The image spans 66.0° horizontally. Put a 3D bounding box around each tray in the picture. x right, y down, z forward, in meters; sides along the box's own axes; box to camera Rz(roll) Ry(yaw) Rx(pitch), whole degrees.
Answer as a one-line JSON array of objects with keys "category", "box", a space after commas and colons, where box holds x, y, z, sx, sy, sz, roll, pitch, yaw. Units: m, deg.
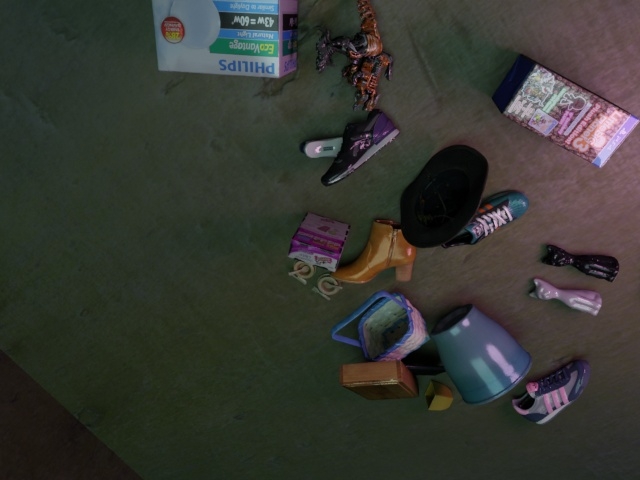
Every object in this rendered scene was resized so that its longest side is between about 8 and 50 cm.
[{"category": "tray", "box": [0.221, 0.506, 1.749, 0.203, 0.076, 0.411, -9, 153, 16]}]

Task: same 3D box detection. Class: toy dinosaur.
[{"category": "toy dinosaur", "box": [0.098, -0.537, 1.399, 0.219, 0.164, 0.321, -1, 91, -2]}]

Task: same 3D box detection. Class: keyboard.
[{"category": "keyboard", "box": [0.290, 0.474, 1.806, 0.318, 0.033, 0.201, 7, 154, -14]}]

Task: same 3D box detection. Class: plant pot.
[{"category": "plant pot", "box": [0.457, 0.599, 1.884, 0.084, 0.081, 0.081, 13, 117, -6]}, {"category": "plant pot", "box": [0.517, 0.366, 1.666, 0.272, 0.272, 0.255, -39, 88, 25]}]

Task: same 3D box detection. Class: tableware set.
[{"category": "tableware set", "box": [-0.016, 0.135, 1.780, 0.194, 0.039, 0.128, 34, 117, -5]}]

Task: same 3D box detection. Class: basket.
[{"category": "basket", "box": [0.210, 0.299, 1.703, 0.289, 0.201, 0.255, 28, 122, -38]}]

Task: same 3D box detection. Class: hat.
[{"category": "hat", "box": [0.394, -0.110, 1.475, 0.134, 0.331, 0.331, 24, 121, -31]}]

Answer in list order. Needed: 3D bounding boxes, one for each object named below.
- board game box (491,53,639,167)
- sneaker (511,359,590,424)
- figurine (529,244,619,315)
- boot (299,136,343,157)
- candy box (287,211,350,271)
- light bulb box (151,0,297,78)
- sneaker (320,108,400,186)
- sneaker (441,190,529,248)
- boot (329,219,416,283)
[{"category": "board game box", "box": [0.630, -0.350, 1.302, 0.291, 0.232, 0.141, 28, 119, -2]}, {"category": "sneaker", "box": [0.816, 0.531, 1.754, 0.131, 0.112, 0.318, 26, 117, -4]}, {"category": "figurine", "box": [0.804, 0.127, 1.586, 0.210, 0.092, 0.214, 16, 119, 13]}, {"category": "boot", "box": [0.031, -0.296, 1.553, 0.190, 0.086, 0.069, -3, 107, -18]}, {"category": "candy box", "box": [0.000, 0.000, 1.602, 0.159, 0.233, 0.071, 18, 118, 4]}, {"category": "light bulb box", "box": [-0.253, -0.647, 1.350, 0.359, 0.225, 0.360, 6, 115, 9]}, {"category": "sneaker", "box": [0.094, -0.284, 1.492, 0.283, 0.107, 0.124, -40, 97, -6]}, {"category": "sneaker", "box": [0.505, -0.051, 1.534, 0.302, 0.121, 0.108, -27, 108, 22]}, {"category": "boot", "box": [0.173, 0.033, 1.667, 0.296, 0.104, 0.211, -1, 110, 7]}]
